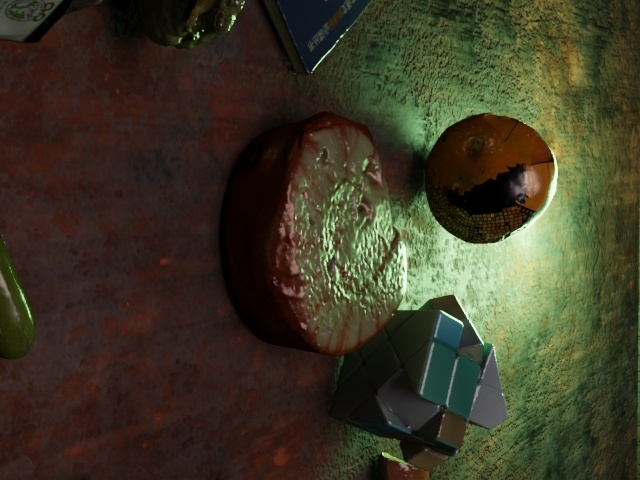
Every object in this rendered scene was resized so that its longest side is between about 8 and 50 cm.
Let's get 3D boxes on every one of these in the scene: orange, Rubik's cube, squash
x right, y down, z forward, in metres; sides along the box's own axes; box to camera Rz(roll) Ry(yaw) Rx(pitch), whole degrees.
[{"bbox_3d":[0.289,-0.108,1.595,0.182,0.234,0.234,53,50,-42],"label":"orange"},{"bbox_3d":[0.161,0.212,1.444,0.213,0.224,0.265,29,70,-36],"label":"Rubik's cube"},{"bbox_3d":[-0.317,0.032,0.890,0.052,0.052,0.183,-37,118,-48],"label":"squash"}]

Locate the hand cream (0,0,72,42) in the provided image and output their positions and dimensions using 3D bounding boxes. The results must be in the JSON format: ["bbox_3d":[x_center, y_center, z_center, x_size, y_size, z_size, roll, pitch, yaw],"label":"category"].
[{"bbox_3d":[-0.350,-0.212,0.781,0.336,0.121,0.076,-9,74,-52],"label":"hand cream"}]

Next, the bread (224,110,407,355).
[{"bbox_3d":[-0.002,-0.001,1.282,0.295,0.114,0.327,-39,124,-46],"label":"bread"}]

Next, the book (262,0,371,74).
[{"bbox_3d":[-0.037,-0.484,1.268,0.300,0.039,0.428,-57,135,-36],"label":"book"}]

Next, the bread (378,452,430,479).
[{"bbox_3d":[0.145,0.428,1.556,0.119,0.067,0.192,-24,112,-52],"label":"bread"}]

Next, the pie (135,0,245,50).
[{"bbox_3d":[-0.131,-0.316,0.974,0.090,0.201,0.248,-1,127,-41],"label":"pie"}]

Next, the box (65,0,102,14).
[{"bbox_3d":[-0.271,-0.282,0.906,0.122,0.089,0.062,44,46,-48],"label":"box"}]
